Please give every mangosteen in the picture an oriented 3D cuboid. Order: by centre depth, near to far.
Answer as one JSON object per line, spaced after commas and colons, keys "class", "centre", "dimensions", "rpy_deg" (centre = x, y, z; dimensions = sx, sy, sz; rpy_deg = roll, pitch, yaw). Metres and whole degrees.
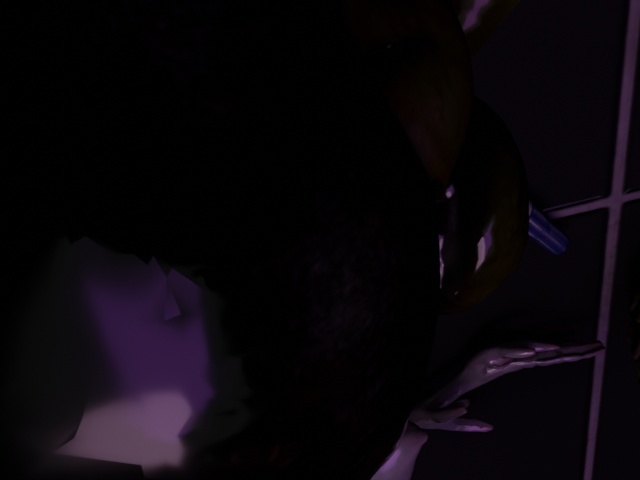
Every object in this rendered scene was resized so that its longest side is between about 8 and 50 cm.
{"class": "mangosteen", "centre": [-0.085, -0.033, 0.750], "dimensions": [0.435, 0.382, 0.382], "rpy_deg": [-41, 152, -32]}

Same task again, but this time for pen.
{"class": "pen", "centre": [0.116, -0.038, 1.041], "dimensions": [0.025, 0.025, 0.204], "rpy_deg": [-35, 139, 20]}

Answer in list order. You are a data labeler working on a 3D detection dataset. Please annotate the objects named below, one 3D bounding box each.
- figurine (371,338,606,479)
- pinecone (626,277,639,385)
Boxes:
{"class": "figurine", "centre": [0.065, 0.149, 1.093], "dimensions": [0.284, 0.206, 0.315], "rpy_deg": [-12, 155, 13]}
{"class": "pinecone", "centre": [0.324, 0.090, 1.128], "dimensions": [0.179, 0.204, 0.184], "rpy_deg": [-40, 152, 30]}
